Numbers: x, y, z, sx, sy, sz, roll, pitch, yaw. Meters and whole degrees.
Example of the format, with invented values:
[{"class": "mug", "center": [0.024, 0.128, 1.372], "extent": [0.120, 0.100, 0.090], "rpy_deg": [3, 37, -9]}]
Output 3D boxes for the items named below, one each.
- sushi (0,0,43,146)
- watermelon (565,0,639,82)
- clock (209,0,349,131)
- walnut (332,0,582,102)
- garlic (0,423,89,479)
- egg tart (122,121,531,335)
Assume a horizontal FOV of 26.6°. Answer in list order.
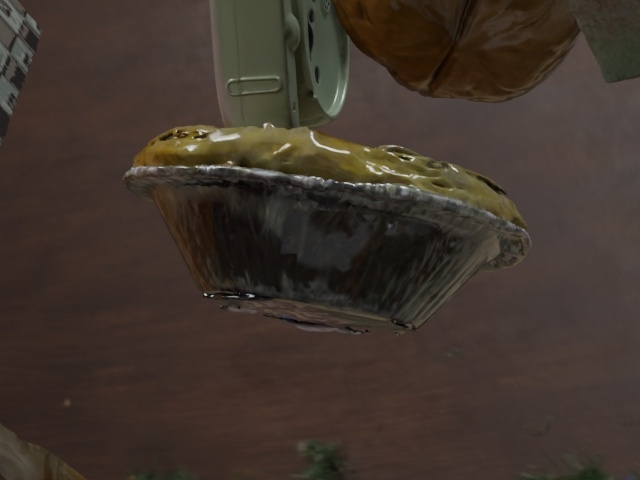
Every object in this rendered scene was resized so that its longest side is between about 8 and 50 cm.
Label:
[{"class": "sushi", "center": [-0.337, -0.278, 1.123], "extent": [0.064, 0.359, 0.343], "rpy_deg": [-35, 112, 9]}, {"class": "watermelon", "center": [0.156, -0.214, 0.610], "extent": [0.213, 0.320, 0.289], "rpy_deg": [15, 123, -1]}, {"class": "clock", "center": [-0.023, -0.147, 0.989], "extent": [0.062, 0.191, 0.151], "rpy_deg": [-3, 96, 16]}, {"class": "walnut", "center": [0.086, -0.174, 0.836], "extent": [0.167, 0.167, 0.207], "rpy_deg": [-12, 37, 13]}, {"class": "garlic", "center": [-0.020, 0.121, 0.300], "extent": [0.090, 0.128, 0.198], "rpy_deg": [-32, 56, -7]}, {"class": "egg tart", "center": [0.000, 0.000, 0.755], "extent": [0.234, 0.234, 0.094], "rpy_deg": [8, 81, 17]}]
